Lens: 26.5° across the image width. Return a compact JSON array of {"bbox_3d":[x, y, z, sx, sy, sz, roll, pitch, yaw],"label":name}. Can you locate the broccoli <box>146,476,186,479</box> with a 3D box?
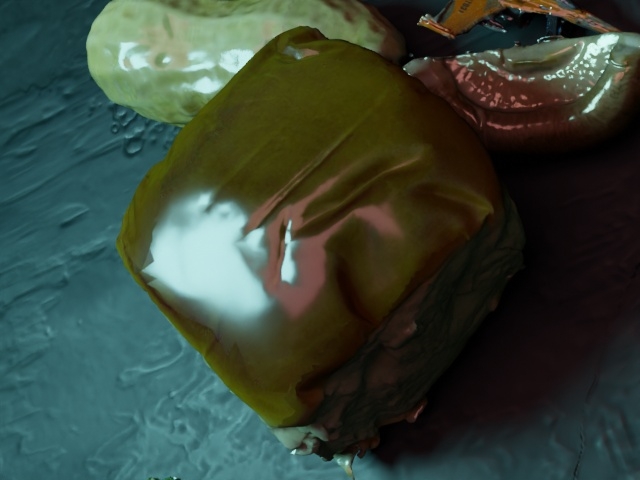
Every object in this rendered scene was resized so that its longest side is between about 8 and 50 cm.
[{"bbox_3d":[-0.153,0.282,1.096,0.195,0.195,0.156,42,134,30],"label":"broccoli"}]

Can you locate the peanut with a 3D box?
[{"bbox_3d":[-0.064,-0.155,1.167,0.290,0.130,0.130,7,81,24],"label":"peanut"}]

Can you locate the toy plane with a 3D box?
[{"bbox_3d":[0.159,-0.191,1.090,0.188,0.062,0.135,32,63,12],"label":"toy plane"}]

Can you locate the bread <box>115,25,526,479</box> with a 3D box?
[{"bbox_3d":[0.000,0.000,1.034,0.279,0.225,0.250,-49,62,5],"label":"bread"}]

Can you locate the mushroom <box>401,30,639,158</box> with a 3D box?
[{"bbox_3d":[0.164,-0.111,1.059,0.209,0.072,0.094,-4,74,31],"label":"mushroom"}]
